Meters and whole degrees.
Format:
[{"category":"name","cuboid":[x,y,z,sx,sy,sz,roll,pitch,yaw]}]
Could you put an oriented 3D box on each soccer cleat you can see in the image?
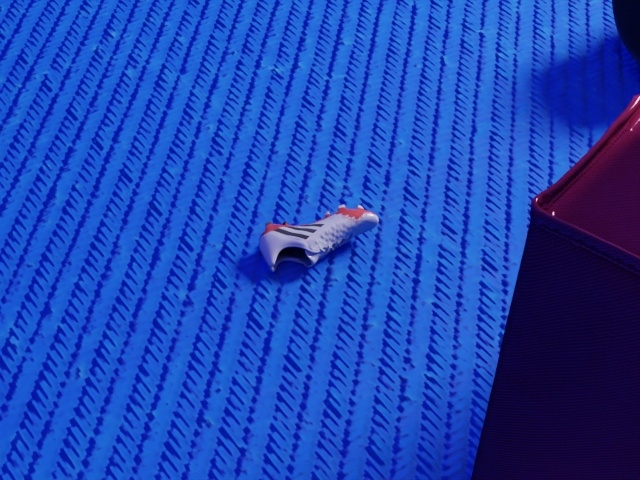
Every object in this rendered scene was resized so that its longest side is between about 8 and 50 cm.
[{"category":"soccer cleat","cuboid":[0.000,0.000,0.746,0.083,0.029,0.035,-10,57,-6]}]

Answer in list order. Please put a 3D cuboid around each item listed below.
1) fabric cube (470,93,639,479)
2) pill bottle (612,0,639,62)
[{"category":"fabric cube","cuboid":[0.251,0.059,0.539,0.254,0.258,0.259,31,54,24]},{"category":"pill bottle","cuboid":[0.350,-0.206,0.878,0.219,0.122,0.122,-17,50,-16]}]
